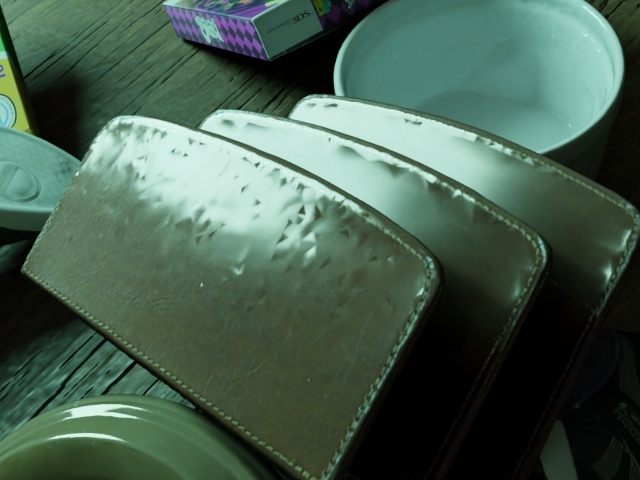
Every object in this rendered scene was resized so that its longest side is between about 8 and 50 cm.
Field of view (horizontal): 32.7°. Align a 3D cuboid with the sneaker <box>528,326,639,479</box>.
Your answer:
[{"bbox_3d":[0.179,0.158,0.599,0.124,0.107,0.283,-7,49,-3],"label":"sneaker"}]

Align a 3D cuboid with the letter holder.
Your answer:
[{"bbox_3d":[0.000,0.000,0.631,0.302,0.152,0.214,26,88,45],"label":"letter holder"}]

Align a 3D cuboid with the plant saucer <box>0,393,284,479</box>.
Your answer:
[{"bbox_3d":[-0.116,0.216,0.548,0.278,0.041,0.278,-6,76,26],"label":"plant saucer"}]

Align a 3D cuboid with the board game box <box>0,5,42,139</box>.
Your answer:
[{"bbox_3d":[-0.418,-0.132,0.914,0.316,0.064,0.242,-20,74,-6],"label":"board game box"}]

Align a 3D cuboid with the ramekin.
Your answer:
[{"bbox_3d":[0.118,-0.093,0.815,0.207,0.109,0.207,-5,50,5],"label":"ramekin"}]

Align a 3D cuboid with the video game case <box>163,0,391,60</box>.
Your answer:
[{"bbox_3d":[-0.005,-0.225,0.929,0.210,0.042,0.232,-31,25,-14],"label":"video game case"}]

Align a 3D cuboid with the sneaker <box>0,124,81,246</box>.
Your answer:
[{"bbox_3d":[-0.316,-0.009,0.834,0.295,0.147,0.104,2,44,-30],"label":"sneaker"}]
